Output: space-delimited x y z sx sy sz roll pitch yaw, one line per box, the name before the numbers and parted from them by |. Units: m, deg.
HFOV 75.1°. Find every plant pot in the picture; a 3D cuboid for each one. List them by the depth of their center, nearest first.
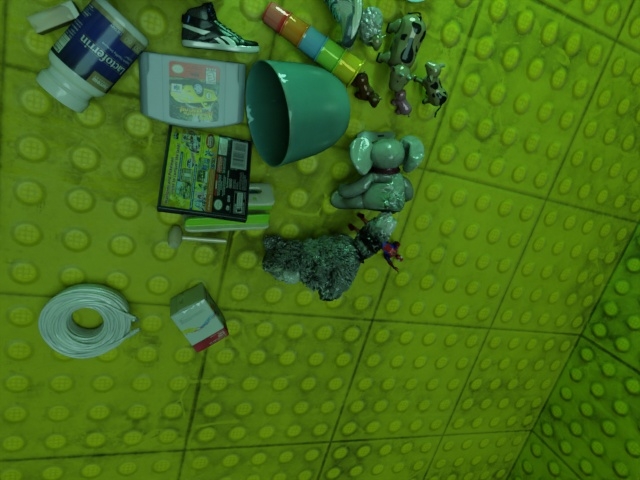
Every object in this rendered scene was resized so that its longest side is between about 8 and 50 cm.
plant pot | -0.056 -0.380 1.232 0.235 0.293 0.292 -16 117 -28

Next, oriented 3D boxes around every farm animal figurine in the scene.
farm animal figurine | 0.274 -0.557 1.331 0.331 0.172 0.326 -6 113 -18

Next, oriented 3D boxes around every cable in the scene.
cable | -0.750 0.256 1.343 0.257 0.089 0.257 -36 118 -2

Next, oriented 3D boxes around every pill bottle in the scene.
pill bottle | -0.584 -0.468 1.066 0.264 0.153 0.153 -47 119 4

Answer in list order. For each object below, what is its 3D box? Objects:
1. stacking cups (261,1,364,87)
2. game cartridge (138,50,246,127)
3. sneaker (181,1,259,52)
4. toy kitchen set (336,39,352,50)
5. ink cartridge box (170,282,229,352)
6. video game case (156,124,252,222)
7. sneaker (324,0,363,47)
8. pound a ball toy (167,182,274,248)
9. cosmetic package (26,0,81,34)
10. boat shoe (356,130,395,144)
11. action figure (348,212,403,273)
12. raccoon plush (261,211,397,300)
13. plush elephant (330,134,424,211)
stacking cups | -0.023 -0.584 1.235 0.316 0.096 0.096 32 98 -9
game cartridge | -0.369 -0.431 1.218 0.294 0.060 0.196 -2 116 -19
sneaker | -0.277 -0.596 1.166 0.217 0.079 0.121 -2 113 -18
toy kitchen set | 0.062 -0.584 1.310 0.083 0.068 0.075 2 128 9
ink cartridge box | -0.420 0.264 1.442 0.127 0.128 0.176 -29 119 -7
video game case | -0.334 -0.197 1.233 0.248 0.035 0.274 7 68 -19
sneaker | 0.052 -0.701 1.212 0.122 0.110 0.282 -2 86 -8
pound a ball toy | -0.329 -0.093 1.346 0.319 0.135 0.208 -3 142 -21
cosmetic package | -0.666 -0.561 1.050 0.115 0.060 0.041 -26 118 -7
boat shoe | 0.193 -0.353 1.459 0.142 0.049 0.040 -5 151 -13
action figure | 0.241 0.018 1.583 0.280 0.139 0.091 36 97 -31
raccoon plush | 0.000 0.000 1.430 0.299 0.216 0.446 30 107 -25
plush elephant | 0.203 -0.228 1.405 0.272 0.330 0.255 5 91 -14
